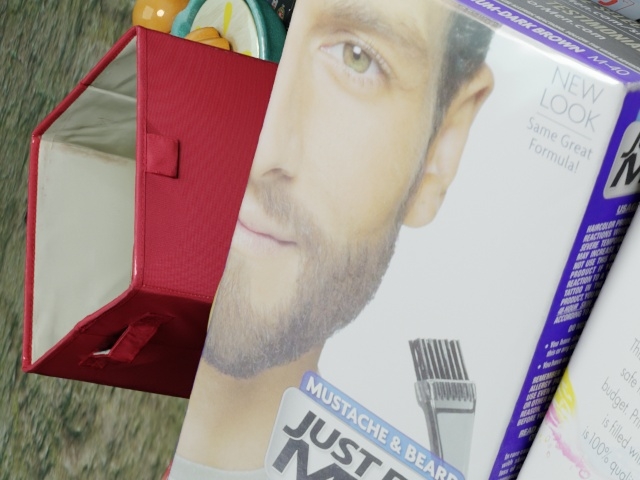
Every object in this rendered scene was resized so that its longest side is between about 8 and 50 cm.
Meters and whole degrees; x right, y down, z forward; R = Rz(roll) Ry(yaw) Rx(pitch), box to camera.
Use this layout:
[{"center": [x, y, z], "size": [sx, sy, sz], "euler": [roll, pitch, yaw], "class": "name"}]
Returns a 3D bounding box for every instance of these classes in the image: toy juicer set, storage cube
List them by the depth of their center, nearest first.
[{"center": [-0.080, -0.009, 1.161], "size": [0.183, 0.193, 0.215], "euler": [-35, 49, 51], "class": "storage cube"}, {"center": [-0.089, -0.118, 1.360], "size": [0.209, 0.089, 0.329], "euler": [-53, 50, 41], "class": "toy juicer set"}]

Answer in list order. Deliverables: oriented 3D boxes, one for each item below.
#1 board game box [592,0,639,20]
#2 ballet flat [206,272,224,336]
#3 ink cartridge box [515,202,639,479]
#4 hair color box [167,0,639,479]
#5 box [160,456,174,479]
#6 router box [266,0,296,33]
[{"center": [0.172, -0.254, 0.881], "size": [0.319, 0.066, 0.318], "euler": [-12, 52, 65], "class": "board game box"}, {"center": [0.000, 0.000, 1.013], "size": [0.232, 0.080, 0.073], "euler": [-65, 26, 7], "class": "ballet flat"}, {"center": [0.192, 0.090, 0.667], "size": [0.353, 0.119, 0.207], "euler": [-69, 26, 18], "class": "ink cartridge box"}, {"center": [0.048, 0.039, 0.816], "size": [0.185, 0.110, 0.339], "euler": [33, 117, 34], "class": "hair color box"}, {"center": [-0.024, 0.243, 0.960], "size": [0.142, 0.154, 0.300], "euler": [-61, 16, 20], "class": "box"}, {"center": [-0.035, -0.182, 1.426], "size": [0.092, 0.038, 0.122], "euler": [-70, 24, 17], "class": "router box"}]
